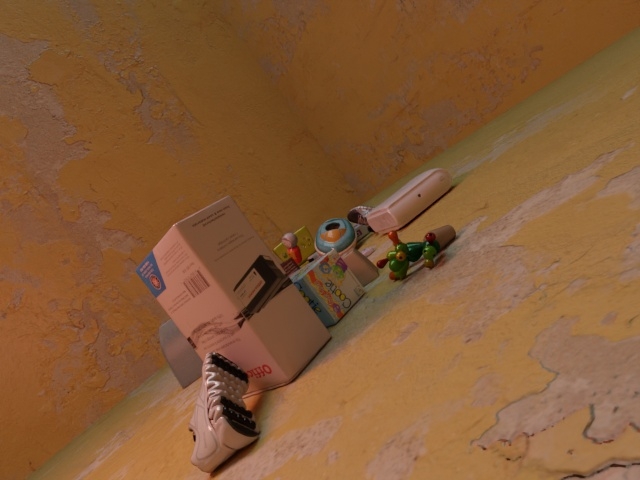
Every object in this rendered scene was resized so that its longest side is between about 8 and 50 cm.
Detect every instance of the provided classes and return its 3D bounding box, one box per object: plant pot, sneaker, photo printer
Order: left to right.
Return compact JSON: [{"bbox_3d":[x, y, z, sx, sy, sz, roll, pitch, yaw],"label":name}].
[{"bbox_3d":[-0.495,0.384,1.904,0.247,0.252,0.248,-36,4,9],"label":"plant pot"},{"bbox_3d":[-0.201,0.312,0.902,0.118,0.110,0.292,-52,19,3],"label":"sneaker"},{"bbox_3d":[-0.124,0.065,2.710,0.227,0.207,0.228,-38,4,-5],"label":"plant pot"},{"bbox_3d":[0.091,0.082,1.333,0.109,0.096,0.109,-37,4,9],"label":"plant pot"},{"bbox_3d":[0.203,-0.086,2.040,0.229,0.086,0.132,-2,35,30],"label":"sneaker"},{"bbox_3d":[0.345,-0.156,1.810,0.307,0.107,0.256,-38,4,-15],"label":"photo printer"}]

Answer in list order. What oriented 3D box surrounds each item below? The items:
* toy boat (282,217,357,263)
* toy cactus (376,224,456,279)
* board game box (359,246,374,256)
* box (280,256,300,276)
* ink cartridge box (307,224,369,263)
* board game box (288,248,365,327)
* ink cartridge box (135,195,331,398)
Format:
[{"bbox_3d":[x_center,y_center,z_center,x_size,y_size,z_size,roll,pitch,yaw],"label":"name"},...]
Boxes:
[{"bbox_3d":[0.000,0.000,2.056,0.318,0.148,0.267,-16,31,4],"label":"toy boat"},{"bbox_3d":[0.222,0.011,1.080,0.181,0.112,0.219,-28,-8,-16],"label":"toy cactus"},{"bbox_3d":[0.143,0.060,1.708,0.090,0.020,0.090,-38,3,-13],"label":"board game box"},{"bbox_3d":[-0.148,0.193,1.653,0.168,0.167,0.203,-40,5,-37],"label":"box"},{"bbox_3d":[0.118,-0.001,2.266,0.371,0.069,0.176,-36,3,-21],"label":"ink cartridge box"},{"bbox_3d":[-0.038,0.156,1.266,0.142,0.144,0.275,-40,5,-40],"label":"board game box"},{"bbox_3d":[-0.207,0.143,1.088,0.166,0.395,0.285,-38,3,-43],"label":"ink cartridge box"}]
